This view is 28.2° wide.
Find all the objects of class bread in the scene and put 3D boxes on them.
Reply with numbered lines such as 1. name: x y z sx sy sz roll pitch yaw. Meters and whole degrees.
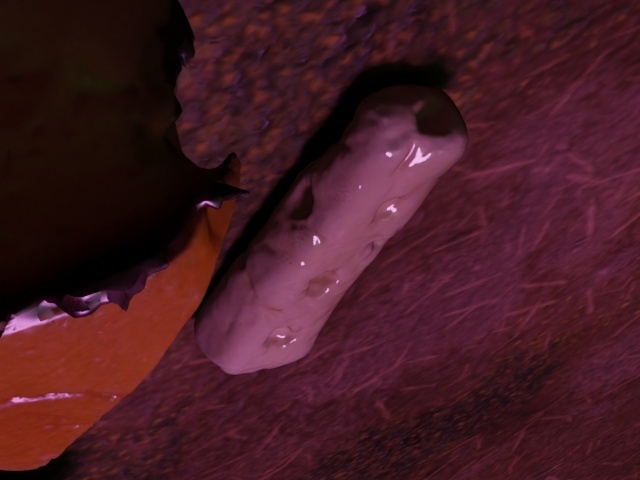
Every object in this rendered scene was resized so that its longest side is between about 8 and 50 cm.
1. bread: -0.116 -0.020 0.355 0.160 0.140 0.169 -34 153 24

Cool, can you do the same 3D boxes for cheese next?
1. cheese: 0.000 0.000 0.600 0.065 0.043 0.194 -1 145 -35

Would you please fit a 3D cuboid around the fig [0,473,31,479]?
1. fig: -0.209 0.209 0.610 0.170 0.145 0.274 -31 -179 13
